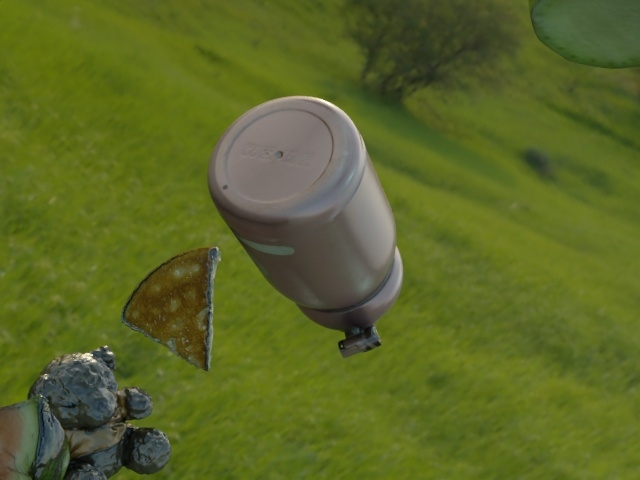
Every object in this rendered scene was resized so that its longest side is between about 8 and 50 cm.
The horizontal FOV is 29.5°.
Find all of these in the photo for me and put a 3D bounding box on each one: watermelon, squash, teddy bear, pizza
[{"bbox_3d":[-0.302,0.200,1.020,0.119,0.245,0.063,64,25,-7],"label":"watermelon"},{"bbox_3d":[0.232,-0.212,0.928,0.170,0.170,0.122,32,64,-36],"label":"squash"},{"bbox_3d":[-0.298,0.230,1.550,0.177,0.140,0.190,-29,121,-38],"label":"teddy bear"},{"bbox_3d":[-0.182,0.100,1.697,0.176,0.184,0.036,50,17,23],"label":"pizza"}]

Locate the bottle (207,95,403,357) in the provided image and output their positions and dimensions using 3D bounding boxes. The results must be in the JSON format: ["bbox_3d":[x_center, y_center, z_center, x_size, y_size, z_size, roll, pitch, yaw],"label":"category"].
[{"bbox_3d":[0.000,0.000,1.377,0.297,0.173,0.206,63,10,-54],"label":"bottle"}]
